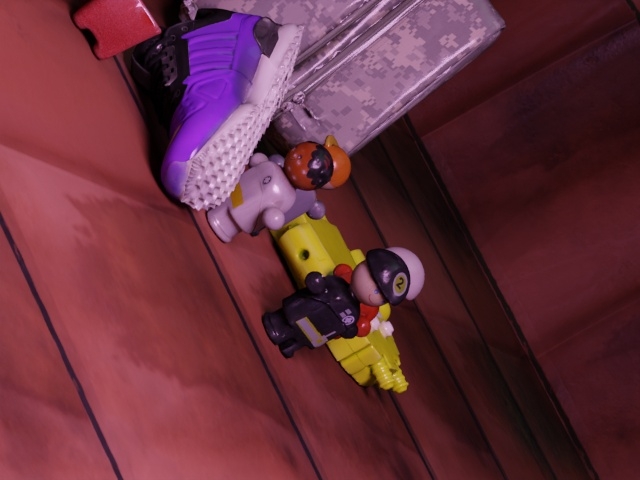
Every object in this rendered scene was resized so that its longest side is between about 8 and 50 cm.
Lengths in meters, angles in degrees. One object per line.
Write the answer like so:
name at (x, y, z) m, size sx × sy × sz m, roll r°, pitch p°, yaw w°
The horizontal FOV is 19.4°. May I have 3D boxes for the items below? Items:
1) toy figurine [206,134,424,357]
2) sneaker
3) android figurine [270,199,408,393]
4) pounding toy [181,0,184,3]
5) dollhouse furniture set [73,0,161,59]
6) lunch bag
toy figurine at (0.000, 0.000, 1.883) m, size 0.209 × 0.148 × 0.213 m, roll 62°, pitch 11°, yaw 6°
sneaker at (-0.125, -0.138, 1.820) m, size 0.146 × 0.102 × 0.293 m, roll 22°, pitch 36°, yaw 4°
android figurine at (0.020, 0.052, 2.112) m, size 0.273 × 0.056 × 0.248 m, roll 62°, pitch 10°, yaw 17°
pounding toy at (-0.128, -0.343, 2.321) m, size 0.181 × 0.094 × 0.206 m, roll 57°, pitch 17°, yaw 14°
dollhouse furniture set at (-0.216, -0.315, 1.676) m, size 0.374 × 0.152 × 0.201 m, roll 48°, pitch 16°, yaw -51°
lunch bag at (0.017, -0.243, 2.127) m, size 0.256 × 0.305 × 0.212 m, roll 51°, pitch -1°, yaw -1°
